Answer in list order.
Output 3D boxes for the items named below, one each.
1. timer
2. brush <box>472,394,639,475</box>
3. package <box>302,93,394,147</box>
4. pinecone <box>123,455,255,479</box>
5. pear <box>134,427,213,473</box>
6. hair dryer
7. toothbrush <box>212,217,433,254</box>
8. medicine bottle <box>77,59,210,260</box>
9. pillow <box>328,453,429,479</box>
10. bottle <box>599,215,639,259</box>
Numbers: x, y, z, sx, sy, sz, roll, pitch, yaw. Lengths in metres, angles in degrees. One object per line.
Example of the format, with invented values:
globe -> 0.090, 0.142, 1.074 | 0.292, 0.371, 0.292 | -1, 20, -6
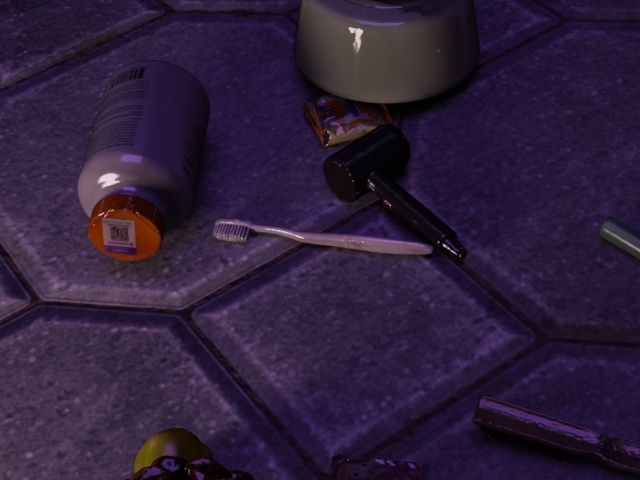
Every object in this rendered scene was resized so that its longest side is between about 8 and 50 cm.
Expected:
timer -> 0.096, -0.408, 1.748 | 0.291, 0.315, 0.291 | -2, 39, 2
brush -> 0.292, 0.229, 1.310 | 0.248, 0.036, 0.043 | 15, 53, 13
package -> 0.041, -0.187, 1.755 | 0.121, 0.031, 0.108 | -13, 45, -6
pinecone -> -0.136, 0.309, 1.181 | 0.208, 0.208, 0.208 | -4, 45, 4
pear -> -0.163, 0.255, 1.314 | 0.092, 0.092, 0.097 | 23, 11, 27
hair dryer -> 0.122, -0.062, 1.600 | 0.114, 0.070, 0.248 | -33, 54, -23
toothbrush -> 0.000, 0.000, 1.581 | 0.307, 0.025, 0.029 | 6, 55, 15
medicine bottle -> -0.246, -0.107, 1.629 | 0.157, 0.157, 0.288 | -1, 46, 7
pillow -> 0.051, 0.309, 1.257 | 0.118, 0.043, 0.185 | 1, 42, 18
bottle -> 0.401, 0.000, 1.519 | 0.030, 0.030, 0.083 | -35, 52, -25
